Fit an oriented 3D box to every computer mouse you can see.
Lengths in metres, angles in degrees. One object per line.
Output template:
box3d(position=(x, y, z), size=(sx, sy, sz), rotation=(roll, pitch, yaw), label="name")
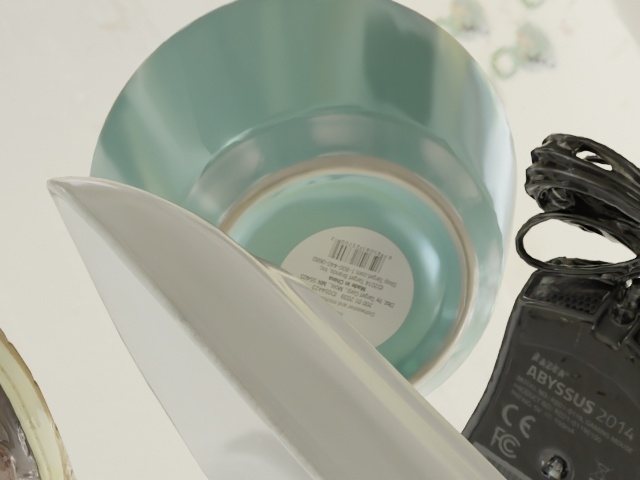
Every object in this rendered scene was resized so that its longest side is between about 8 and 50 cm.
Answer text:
box3d(position=(0.154, 0.090, 0.792), size=(0.188, 0.272, 0.072), rotation=(37, -145, 23), label="computer mouse")

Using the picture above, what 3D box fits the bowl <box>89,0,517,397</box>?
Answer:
box3d(position=(0.000, 0.000, 1.021), size=(0.311, 0.311, 0.163), rotation=(41, -169, -20), label="bowl")

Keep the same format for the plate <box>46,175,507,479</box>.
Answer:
box3d(position=(0.040, 0.117, 0.489), size=(0.277, 0.045, 0.278), rotation=(44, 165, 23), label="plate")

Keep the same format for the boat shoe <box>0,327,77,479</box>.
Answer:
box3d(position=(-0.196, 0.125, 0.836), size=(0.092, 0.103, 0.285), rotation=(-38, -46, -26), label="boat shoe")
